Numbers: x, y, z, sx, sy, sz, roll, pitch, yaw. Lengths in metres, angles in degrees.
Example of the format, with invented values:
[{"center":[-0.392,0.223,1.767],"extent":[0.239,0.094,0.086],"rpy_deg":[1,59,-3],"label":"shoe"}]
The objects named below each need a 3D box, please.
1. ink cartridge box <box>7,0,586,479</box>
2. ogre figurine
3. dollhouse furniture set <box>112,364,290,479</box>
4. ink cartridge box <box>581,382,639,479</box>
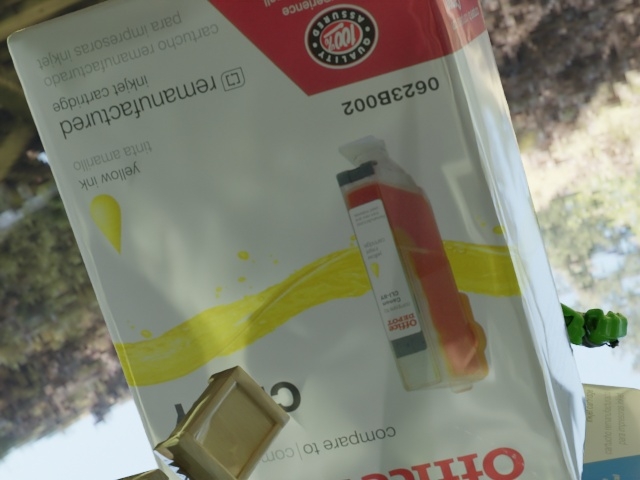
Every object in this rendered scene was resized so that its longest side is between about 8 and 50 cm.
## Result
[{"center":[0.000,0.000,0.836],"extent":[0.279,0.384,0.160],"rpy_deg":[-14,-169,17],"label":"ink cartridge box"},{"center":[0.177,0.076,1.147],"extent":[0.197,0.096,0.118],"rpy_deg":[-17,174,7],"label":"ogre figurine"},{"center":[-0.063,0.192,0.638],"extent":[0.101,0.161,0.182],"rpy_deg":[-25,-159,51],"label":"dollhouse furniture set"},{"center":[0.102,0.252,1.174],"extent":[0.395,0.166,0.285],"rpy_deg":[4,-159,11],"label":"ink cartridge box"}]
